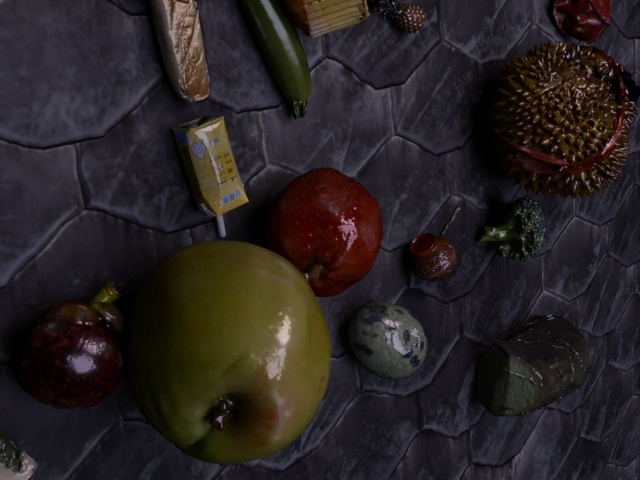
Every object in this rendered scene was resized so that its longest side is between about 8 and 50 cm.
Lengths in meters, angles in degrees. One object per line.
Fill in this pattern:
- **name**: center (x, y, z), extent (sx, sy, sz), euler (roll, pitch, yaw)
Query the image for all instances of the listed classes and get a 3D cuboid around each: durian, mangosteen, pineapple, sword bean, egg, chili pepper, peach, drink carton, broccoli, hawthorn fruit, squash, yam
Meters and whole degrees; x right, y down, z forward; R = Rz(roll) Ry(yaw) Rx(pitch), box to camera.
- **durian**: center (0.529, -0.259, 1.644), extent (0.384, 0.347, 0.348), euler (31, 76, -32)
- **mangosteen**: center (-0.345, 0.141, 1.044), extent (0.145, 0.156, 0.181), euler (1, 65, -13)
- **pineapple**: center (0.144, -0.438, 1.430), extent (0.124, 0.058, 0.058), euler (18, 85, -42)
- **sword bean**: center (0.286, -0.043, 1.658), extent (0.083, 0.012, 0.012), euler (-56, 129, -21)
- **egg**: center (0.128, 0.190, 1.468), extent (0.181, 0.141, 0.141), euler (42, 69, -30)
- **chili pepper**: center (0.644, -0.620, 1.832), extent (0.144, 0.136, 0.253), euler (17, 70, 1)
- **peach**: center (-0.138, 0.150, 1.086), extent (0.281, 0.314, 0.316), euler (40, 35, -36)
- **drink carton**: center (-0.167, -0.092, 1.196), extent (0.084, 0.074, 0.200), euler (-31, 116, -34)
- **broccoli**: center (0.438, -0.023, 1.727), extent (0.160, 0.167, 0.155), euler (-1, 86, -5)
- **hawthorn fruit**: center (0.000, 0.000, 1.252), extent (0.205, 0.205, 0.253), euler (62, 27, -30)
- **squash**: center (-0.064, -0.322, 1.254), extent (0.066, 0.066, 0.252), euler (-44, 125, -28)
- **yam**: center (0.504, 0.302, 1.804), extent (0.271, 0.201, 0.203), euler (-8, 102, -35)

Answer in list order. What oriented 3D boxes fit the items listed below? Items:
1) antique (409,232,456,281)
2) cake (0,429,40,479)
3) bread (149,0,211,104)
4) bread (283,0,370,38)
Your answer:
- **antique**: center (0.232, 0.038, 1.563), extent (0.104, 0.104, 0.104), euler (-9, 103, -41)
- **cake**: center (-0.482, 0.243, 0.906), extent (0.158, 0.172, 0.284), euler (-48, 124, -28)
- **bread**: center (-0.212, -0.309, 1.130), extent (0.073, 0.053, 0.214), euler (-26, 117, -32)
- **bread**: center (-0.016, -0.453, 1.197), extent (0.133, 0.179, 0.250), euler (-20, 128, 6)
